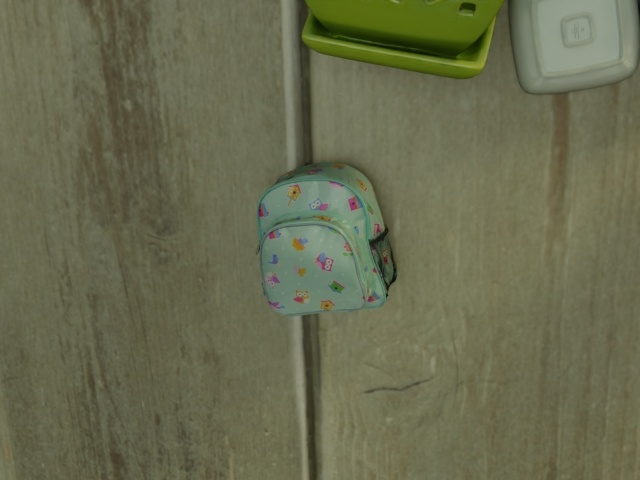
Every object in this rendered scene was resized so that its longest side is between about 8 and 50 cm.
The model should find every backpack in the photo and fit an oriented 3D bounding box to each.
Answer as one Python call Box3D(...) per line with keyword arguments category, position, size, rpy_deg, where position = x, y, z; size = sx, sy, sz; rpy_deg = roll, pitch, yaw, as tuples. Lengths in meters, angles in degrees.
Box3D(category="backpack", position=(0.000, 0.000, 0.926), size=(0.166, 0.144, 0.188), rpy_deg=(-6, 102, 21))

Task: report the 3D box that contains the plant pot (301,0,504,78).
Box3D(category="plant pot", position=(0.095, -0.306, 0.749), size=(0.227, 0.228, 0.207), rpy_deg=(12, 144, 9))

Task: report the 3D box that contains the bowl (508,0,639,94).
Box3D(category="bowl", position=(0.289, -0.240, 0.827), size=(0.142, 0.053, 0.142), rpy_deg=(-7, 103, 15))
